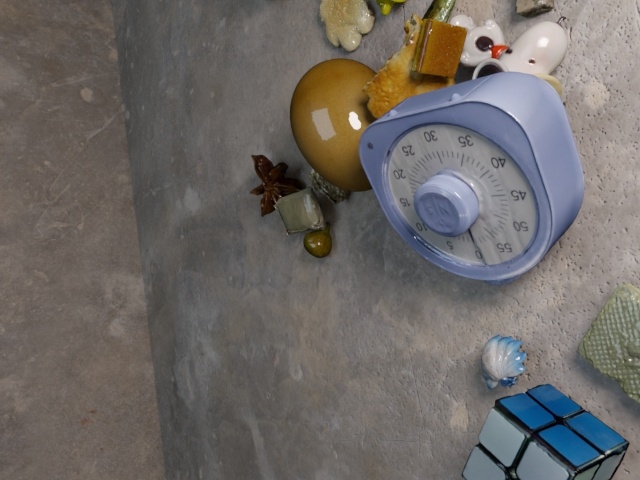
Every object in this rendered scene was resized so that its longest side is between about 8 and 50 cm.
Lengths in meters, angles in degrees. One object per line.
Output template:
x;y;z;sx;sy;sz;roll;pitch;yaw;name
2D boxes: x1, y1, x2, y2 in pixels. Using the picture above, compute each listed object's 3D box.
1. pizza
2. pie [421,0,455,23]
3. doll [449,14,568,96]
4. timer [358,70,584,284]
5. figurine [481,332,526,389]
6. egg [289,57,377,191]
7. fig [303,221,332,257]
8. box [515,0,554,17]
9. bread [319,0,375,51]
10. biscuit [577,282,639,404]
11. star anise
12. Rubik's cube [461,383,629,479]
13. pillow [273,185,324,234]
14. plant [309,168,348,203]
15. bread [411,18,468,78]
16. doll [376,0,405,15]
0.190;-0.272;1.120;0.074;0.182;0.366;-92;-15;-52;pizza
0.236;-0.457;1.121;0.187;0.041;0.187;-61;4;8;pie
0.329;-0.316;1.025;0.271;0.143;0.208;26;92;47;doll
0.264;-0.083;0.973;0.394;0.173;0.395;32;144;27;timer
0.354;0.229;1.065;0.114;0.079;0.114;-159;90;-84;figurine
0.061;-0.267;1.277;0.250;0.250;0.323;-36;68;49;egg
0.000;0.000;1.531;0.098;0.082;0.084;-56;12;19;fig
0.389;-0.462;0.991;0.062;0.044;0.098;-1;90;53;box
0.056;-0.617;1.444;0.181;0.038;0.251;-34;65;49;bread
0.529;0.196;0.830;0.252;0.052;0.150;48;128;41;biscuit
-0.136;-0.174;1.673;0.196;0.111;0.213;-10;91;59;star anise
0.380;0.377;0.936;0.167;0.183;0.180;39;121;47;Rubik's cube
-0.060;-0.081;1.555;0.208;0.053;0.119;-11;95;57;pillow
0.011;-0.148;1.481;0.122;0.104;0.117;-23;84;58;plant
0.219;-0.351;1.007;0.035;0.090;0.095;42;125;55;bread
0.192;-0.618;1.210;0.135;0.098;0.241;48;134;11;doll
